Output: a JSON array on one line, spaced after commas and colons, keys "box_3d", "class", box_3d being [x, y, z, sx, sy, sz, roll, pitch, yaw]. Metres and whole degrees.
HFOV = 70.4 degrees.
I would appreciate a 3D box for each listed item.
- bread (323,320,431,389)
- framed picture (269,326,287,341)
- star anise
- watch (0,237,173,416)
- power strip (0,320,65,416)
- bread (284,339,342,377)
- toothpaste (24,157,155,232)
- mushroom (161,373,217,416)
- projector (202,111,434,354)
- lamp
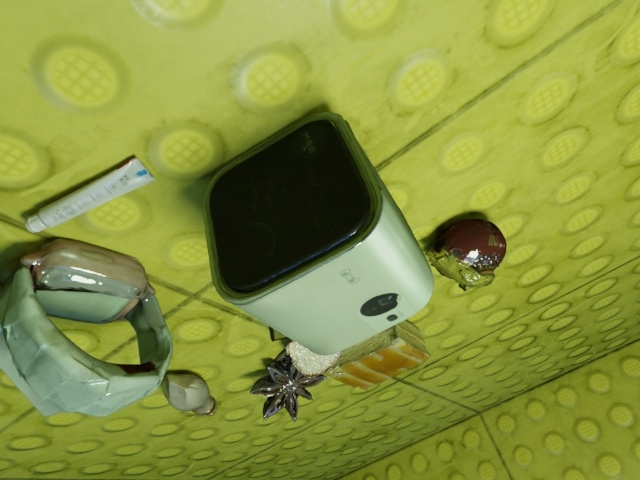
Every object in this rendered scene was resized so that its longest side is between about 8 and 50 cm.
[{"box_3d": [0.150, 0.310, 1.249, 0.239, 0.111, 0.246, -31, 143, 15], "class": "bread"}, {"box_3d": [0.034, 0.146, 1.081, 0.323, 0.013, 0.244, -11, 143, -10], "class": "framed picture"}, {"box_3d": [-0.085, 0.377, 1.245, 0.230, 0.081, 0.263, -3, 110, -21], "class": "star anise"}, {"box_3d": [-0.366, 0.151, 0.720, 0.253, 0.241, 0.161, 23, 127, -41], "class": "watch"}, {"box_3d": [-0.542, 0.215, 0.846, 0.062, 0.091, 0.385, -8, 141, -17], "class": "power strip"}, {"box_3d": [-0.017, 0.278, 1.159, 0.129, 0.044, 0.126, -32, 109, 9], "class": "bread"}, {"box_3d": [-0.333, -0.061, 0.648, 0.190, 0.031, 0.048, -26, 140, 2], "class": "toothpaste"}, {"box_3d": [-0.336, 0.398, 1.166, 0.096, 0.088, 0.212, -10, 149, 3], "class": "mushroom"}, {"box_3d": [0.000, 0.000, 0.688, 0.248, 0.248, 0.249, -29, 142, 13], "class": "projector"}, {"box_3d": [0.322, 0.033, 0.967, 0.157, 0.135, 0.156, -40, 139, 21], "class": "lamp"}]
